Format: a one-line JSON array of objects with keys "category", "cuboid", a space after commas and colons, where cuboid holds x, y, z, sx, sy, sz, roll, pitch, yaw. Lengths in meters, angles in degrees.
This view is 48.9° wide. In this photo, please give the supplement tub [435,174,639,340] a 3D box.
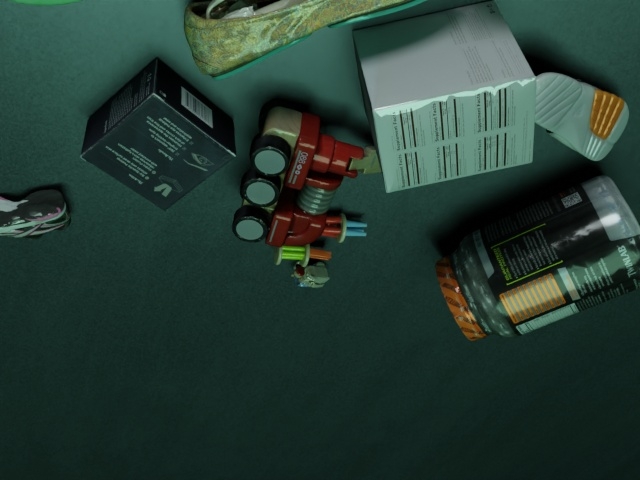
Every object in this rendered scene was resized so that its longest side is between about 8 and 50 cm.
[{"category": "supplement tub", "cuboid": [0.392, 0.042, 1.255, 0.338, 0.207, 0.207, -25, 135, 18]}]

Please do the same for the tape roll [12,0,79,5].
[{"category": "tape roll", "cuboid": [-0.306, -0.405, 0.706, 0.321, 0.077, 0.321, 2, 130, 2]}]

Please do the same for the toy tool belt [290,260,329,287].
[{"category": "toy tool belt", "cuboid": [-0.027, 0.069, 1.325, 0.083, 0.052, 0.051, 3, 152, -43]}]

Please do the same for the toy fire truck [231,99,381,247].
[{"category": "toy fire truck", "cuboid": [0.005, -0.095, 1.108, 0.246, 0.158, 0.217, 14, 133, -9]}]

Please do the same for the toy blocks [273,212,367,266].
[{"category": "toy blocks", "cuboid": [0.000, 0.000, 1.256, 0.148, 0.054, 0.123, 5, 135, -15]}]

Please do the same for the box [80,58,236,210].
[{"category": "box", "cuboid": [-0.234, -0.150, 1.027, 0.158, 0.093, 0.156, -33, 132, 23]}]

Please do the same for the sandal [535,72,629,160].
[{"category": "sandal", "cuboid": [0.380, -0.205, 1.080, 0.265, 0.076, 0.102, 16, 111, -40]}]

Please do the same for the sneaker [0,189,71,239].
[{"category": "sneaker", "cuboid": [-0.490, -0.026, 1.139, 0.178, 0.072, 0.077, -5, 148, 4]}]

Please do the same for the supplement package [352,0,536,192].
[{"category": "supplement package", "cuboid": [0.164, -0.198, 0.966, 0.203, 0.194, 0.149, -11, 137, 4]}]

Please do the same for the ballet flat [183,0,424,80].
[{"category": "ballet flat", "cuboid": [-0.013, -0.311, 0.884, 0.349, 0.123, 0.123, -18, 137, 10]}]
